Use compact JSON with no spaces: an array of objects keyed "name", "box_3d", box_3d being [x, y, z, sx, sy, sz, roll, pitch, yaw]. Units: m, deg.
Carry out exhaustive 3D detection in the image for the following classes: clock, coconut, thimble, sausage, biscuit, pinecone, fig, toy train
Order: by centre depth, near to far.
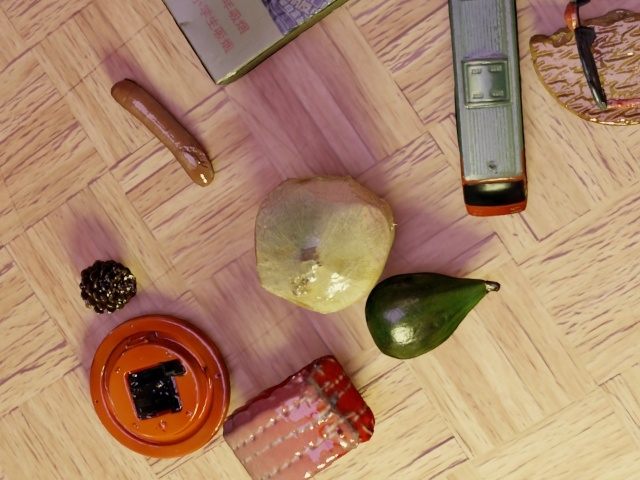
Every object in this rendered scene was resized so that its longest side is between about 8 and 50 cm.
[{"name":"biscuit","box_3d":[0.380,-0.215,1.806,0.224,0.033,0.144,-13,94,14]},{"name":"toy train","box_3d":[0.206,-0.228,1.824,0.086,0.089,0.409,-3,98,10]},{"name":"coconut","box_3d":[0.003,0.002,1.858,0.194,0.194,0.194,2,100,14]},{"name":"fig","box_3d":[0.144,0.082,1.885,0.177,0.117,0.117,-26,92,1]},{"name":"thimble","box_3d":[-0.029,0.242,1.922,0.189,0.163,0.125,-34,90,31]},{"name":"sausage","box_3d":[-0.209,-0.148,1.966,0.186,0.043,0.043,46,107,3]},{"name":"pinecone","box_3d":[-0.291,0.062,2.003,0.077,0.083,0.077,4,80,-24]},{"name":"clock","box_3d":[-0.224,0.203,2.023,0.205,0.051,0.205,3,100,15]}]

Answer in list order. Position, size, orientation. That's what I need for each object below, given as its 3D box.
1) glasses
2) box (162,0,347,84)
[{"name":"glasses","box_3d":[0.421,-0.283,1.714,0.268,0.118,0.234,-8,90,13]},{"name":"box","box_3d":[-0.057,-0.364,1.868,0.310,0.084,0.198,-33,90,17]}]
